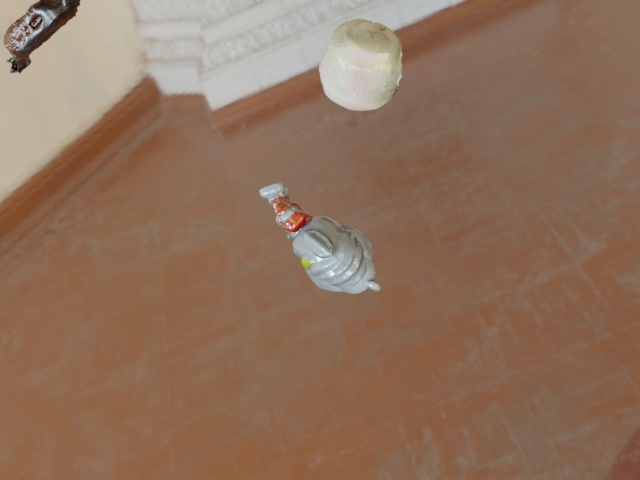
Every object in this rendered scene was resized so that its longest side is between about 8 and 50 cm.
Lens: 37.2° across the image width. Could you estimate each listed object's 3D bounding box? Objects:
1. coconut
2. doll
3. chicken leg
[{"bbox_3d":[0.054,-0.221,1.244,0.110,0.124,0.110,8,50,-10],"label":"coconut"},{"bbox_3d":[0.000,0.000,1.083,0.079,0.094,0.180,-46,74,2],"label":"doll"},{"bbox_3d":[-0.480,-0.343,1.589,0.253,0.051,0.106,-28,9,45],"label":"chicken leg"}]
